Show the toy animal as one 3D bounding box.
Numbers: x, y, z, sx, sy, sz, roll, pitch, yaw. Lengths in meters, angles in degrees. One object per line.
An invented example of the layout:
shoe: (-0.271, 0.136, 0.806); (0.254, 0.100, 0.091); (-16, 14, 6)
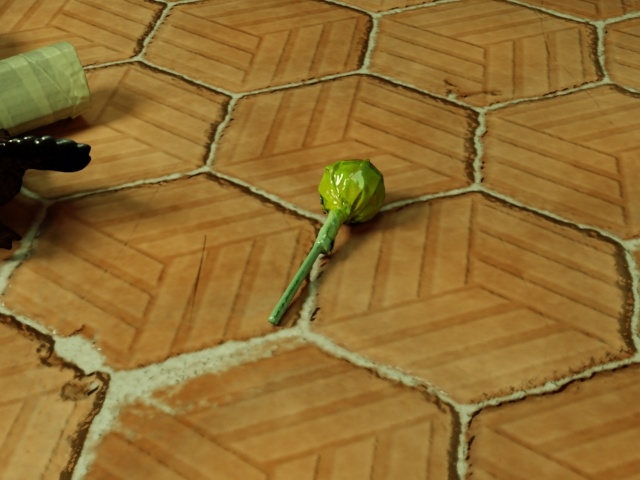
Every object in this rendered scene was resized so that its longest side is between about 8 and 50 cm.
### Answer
toy animal: (-0.301, -0.067, 0.973); (0.218, 0.116, 0.179); (-20, 34, 1)

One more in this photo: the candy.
candy: (0.000, 0.000, 0.937); (0.058, 0.062, 0.194); (43, 49, -13)

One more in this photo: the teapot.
teapot: (-0.336, -0.131, 1.106); (0.200, 0.077, 0.107); (-24, 17, -29)
